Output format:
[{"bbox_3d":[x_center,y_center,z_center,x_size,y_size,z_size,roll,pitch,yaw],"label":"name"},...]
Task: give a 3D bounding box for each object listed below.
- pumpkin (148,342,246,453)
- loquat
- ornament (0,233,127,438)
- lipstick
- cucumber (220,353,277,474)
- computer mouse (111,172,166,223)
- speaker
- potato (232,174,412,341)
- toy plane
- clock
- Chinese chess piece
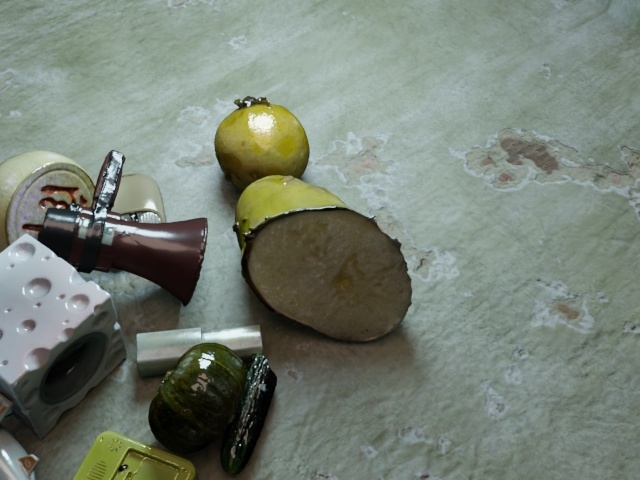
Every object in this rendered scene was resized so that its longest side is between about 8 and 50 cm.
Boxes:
[{"bbox_3d":[-0.227,0.294,1.476,0.157,0.223,0.224,38,56,-10],"label":"pumpkin"},{"bbox_3d":[-0.139,-0.229,1.862,0.243,0.244,0.244,2,53,-3],"label":"loquat"},{"bbox_3d":[-0.554,0.185,1.518,0.239,0.239,0.240,32,57,19],"label":"ornament"},{"bbox_3d":[-0.247,0.223,1.612,0.252,0.079,0.078,-5,55,-7],"label":"lipstick"},{"bbox_3d":[-0.143,0.343,1.538,0.074,0.074,0.241,14,57,6],"label":"cucumber"},{"bbox_3d":[-0.432,-0.064,1.810,0.145,0.082,0.237,-7,54,-11],"label":"computer mouse"},{"bbox_3d":[-0.393,-0.035,1.628,0.329,0.198,0.259,20,92,-19],"label":"speaker"},{"bbox_3d":[0.000,0.000,1.712,0.397,0.290,0.296,18,24,-14],"label":"potato"},{"bbox_3d":[-0.605,0.385,1.402,0.244,0.117,0.245,0,91,22],"label":"toy plane"},{"bbox_3d":[-0.336,0.448,1.430,0.202,0.096,0.143,18,57,10],"label":"clock"},{"bbox_3d":[-0.600,-0.057,1.675,0.112,0.270,0.270,16,52,29],"label":"Chinese chess piece"}]
